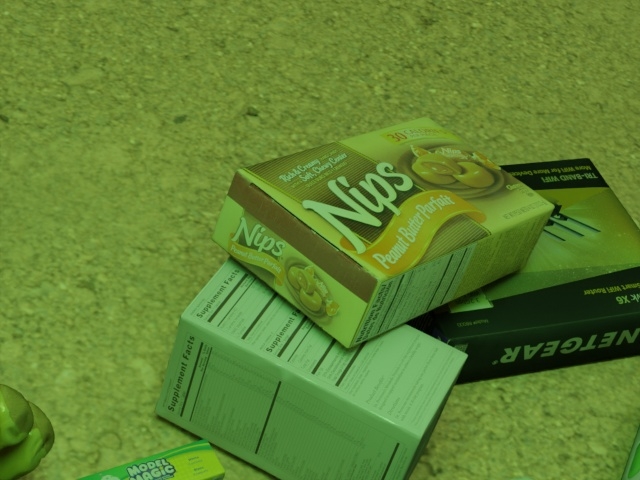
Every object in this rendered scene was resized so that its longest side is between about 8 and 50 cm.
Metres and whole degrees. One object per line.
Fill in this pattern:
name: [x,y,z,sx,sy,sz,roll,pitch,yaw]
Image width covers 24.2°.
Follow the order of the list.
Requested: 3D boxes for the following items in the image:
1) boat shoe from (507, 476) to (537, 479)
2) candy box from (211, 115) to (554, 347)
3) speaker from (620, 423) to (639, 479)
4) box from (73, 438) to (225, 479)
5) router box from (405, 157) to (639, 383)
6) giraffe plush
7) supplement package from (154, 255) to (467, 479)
boat shoe: [0.102,0.327,1.163,0.116,0.097,0.324,44,74,-13]
candy box: [0.069,-0.019,1.466,0.183,0.087,0.316,37,34,25]
speaker: [0.356,0.235,1.439,0.131,0.131,0.296,25,42,8]
box: [-0.176,0.235,1.267,0.179,0.105,0.043,-16,55,-31]
router box: [0.213,0.027,1.642,0.309,0.081,0.243,-7,48,-25]
giraffe plush: [-0.347,0.199,1.234,0.170,0.181,0.210,20,76,17]
supplement package: [-0.011,0.134,1.405,0.244,0.139,0.134,27,39,9]
